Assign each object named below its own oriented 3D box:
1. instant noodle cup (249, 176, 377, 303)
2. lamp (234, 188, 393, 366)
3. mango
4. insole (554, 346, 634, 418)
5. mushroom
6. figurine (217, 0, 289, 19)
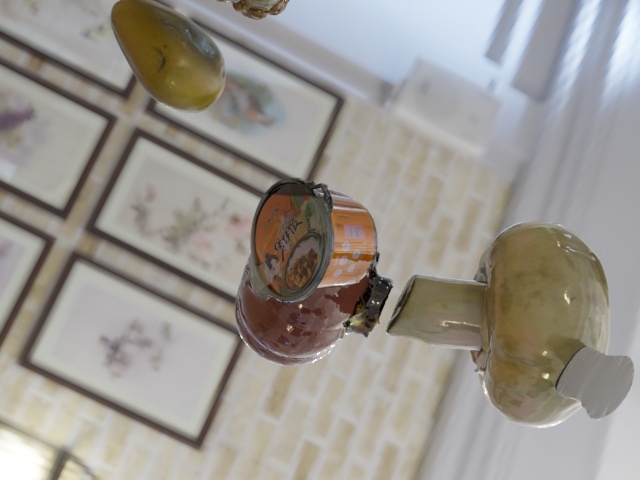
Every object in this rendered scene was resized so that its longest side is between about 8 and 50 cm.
[{"bbox_3d":[0.000,0.000,2.076,0.208,0.125,0.178,-37,-118,43],"label":"instant noodle cup"},{"bbox_3d":[-0.006,0.069,2.398,0.305,0.239,0.305,-154,-90,-89],"label":"lamp"},{"bbox_3d":[-0.213,-0.263,2.013,0.098,0.195,0.137,-42,-176,35],"label":"mango"},{"bbox_3d":[0.404,0.207,2.113,0.109,0.007,0.322,-59,150,4],"label":"insole"},{"bbox_3d":[0.326,0.110,2.355,0.325,0.353,0.353,-52,-166,26],"label":"mushroom"},{"bbox_3d":[-0.087,-0.313,1.650,0.101,0.143,0.068,-54,-143,4],"label":"figurine"}]
